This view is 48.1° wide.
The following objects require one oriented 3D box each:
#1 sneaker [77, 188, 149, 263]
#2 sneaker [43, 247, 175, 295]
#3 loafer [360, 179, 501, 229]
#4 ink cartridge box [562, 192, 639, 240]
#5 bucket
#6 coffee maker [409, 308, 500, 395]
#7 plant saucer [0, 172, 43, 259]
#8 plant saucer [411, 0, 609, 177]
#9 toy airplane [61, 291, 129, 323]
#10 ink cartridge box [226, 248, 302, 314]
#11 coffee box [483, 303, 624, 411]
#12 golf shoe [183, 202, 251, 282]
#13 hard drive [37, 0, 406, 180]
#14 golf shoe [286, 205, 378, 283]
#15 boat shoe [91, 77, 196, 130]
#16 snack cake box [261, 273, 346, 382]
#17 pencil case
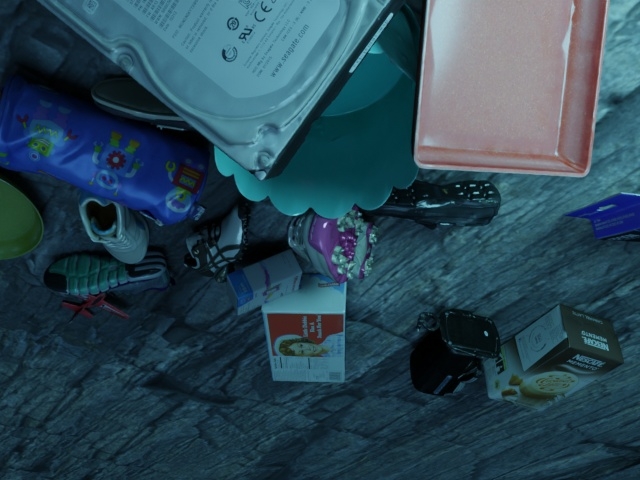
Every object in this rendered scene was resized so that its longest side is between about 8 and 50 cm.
[{"bbox_3d":[-0.337,-0.027,1.151,0.088,0.092,0.228,-3,142,3],"label":"sneaker"},{"bbox_3d":[-0.378,0.076,1.290,0.224,0.083,0.098,-5,146,6],"label":"sneaker"},{"bbox_3d":[0.168,-0.050,1.118,0.223,0.076,0.078,0,132,-4],"label":"loafer"},{"bbox_3d":[0.506,-0.030,1.087,0.208,0.045,0.206,4,173,-3],"label":"ink cartridge box"},{"bbox_3d":[0.002,-0.182,0.876,0.281,0.183,0.281,1,142,0],"label":"bucket"},{"bbox_3d":[0.246,0.220,1.441,0.171,0.120,0.178,30,137,2],"label":"coffee maker"},{"bbox_3d":[-0.571,-0.054,1.166,0.241,0.037,0.241,1,140,0],"label":"plant saucer"},{"bbox_3d":[0.202,-0.203,0.779,0.259,0.258,0.048,-1,-171,-31],"label":"plant saucer"},{"bbox_3d":[-0.447,0.124,1.390,0.151,0.028,0.151,2,140,1],"label":"toy airplane"},{"bbox_3d":[-0.098,0.072,1.247,0.123,0.052,0.088,-24,160,-17],"label":"ink cartridge box"},{"bbox_3d":[0.465,0.245,1.459,0.141,0.098,0.246,17,138,-19],"label":"coffee box"},{"bbox_3d":[-0.174,0.003,1.196,0.094,0.077,0.198,15,138,-16],"label":"golf shoe"},{"bbox_3d":[-0.113,-0.252,0.696,0.339,0.064,0.237,40,108,6],"label":"hard drive"},{"bbox_3d":[0.000,0.000,1.083,0.140,0.115,0.306,13,175,14],"label":"golf shoe"},{"bbox_3d":[-0.209,-0.169,0.984,0.206,0.075,0.065,7,138,-15],"label":"boat shoe"},{"bbox_3d":[-0.026,0.176,1.396,0.152,0.089,0.264,2,141,2],"label":"snack cake box"},{"bbox_3d":[-0.306,-0.118,1.008,0.306,0.119,0.133,21,96,-21],"label":"pencil case"}]
